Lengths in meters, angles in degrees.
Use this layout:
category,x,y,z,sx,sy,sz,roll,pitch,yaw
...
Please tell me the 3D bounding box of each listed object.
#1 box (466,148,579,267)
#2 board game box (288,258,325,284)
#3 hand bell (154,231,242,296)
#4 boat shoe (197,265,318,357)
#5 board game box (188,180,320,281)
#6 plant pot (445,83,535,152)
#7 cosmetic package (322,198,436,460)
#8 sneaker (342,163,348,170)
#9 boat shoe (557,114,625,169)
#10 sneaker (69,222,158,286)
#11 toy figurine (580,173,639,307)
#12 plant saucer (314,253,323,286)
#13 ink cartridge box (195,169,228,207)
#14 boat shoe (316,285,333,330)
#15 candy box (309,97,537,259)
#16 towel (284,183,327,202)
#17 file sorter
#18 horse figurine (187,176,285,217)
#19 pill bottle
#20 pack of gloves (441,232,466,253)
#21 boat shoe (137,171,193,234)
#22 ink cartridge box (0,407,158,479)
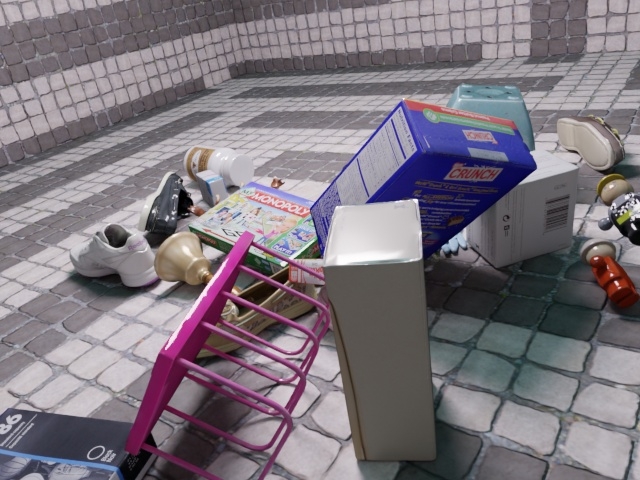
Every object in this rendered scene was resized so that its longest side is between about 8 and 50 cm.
category,x,y,z,sx,sy,sz,roll,pitch,yaw
box,0.402,-0.067,1.097,0.182,0.180,0.119,-15,30,-10
board game box,0.061,0.058,1.014,0.194,0.045,0.147,3,-2,-42
hand bell,-0.236,0.086,1.159,0.242,0.126,0.126,30,46,35
boat shoe,-0.140,0.126,1.026,0.285,0.089,0.105,-25,31,-25
board game box,-0.119,-0.032,1.233,0.317,0.046,0.213,20,48,37
plant pot,0.399,-0.244,1.338,0.247,0.252,0.248,5,29,12
cosmetic package,0.086,0.120,0.708,0.113,0.309,0.160,-5,27,11
sneaker,0.145,-0.183,1.509,0.100,0.108,0.271,-23,28,-20
boat shoe,0.740,-0.274,1.460,0.097,0.116,0.324,-11,21,7
sneaker,-0.504,0.016,1.309,0.305,0.152,0.114,6,33,33
toy figurine,0.556,-0.008,0.895,0.213,0.209,0.148,-6,37,6
plant saucer,0.000,0.000,1.232,0.278,0.041,0.277,-7,37,5
ink cartridge box,-0.327,-0.156,1.648,0.052,0.088,0.122,-24,29,-23
boat shoe,0.076,0.122,0.946,0.098,0.096,0.277,-26,29,-22
candy box,0.173,-0.090,0.978,0.268,0.317,0.122,2,59,-33
towel,-0.067,-0.081,1.451,0.282,0.049,0.187,-30,32,-33
file sorter,-0.107,0.167,0.779,0.182,0.202,0.290,26,33,-1
horse figurine,-0.235,-0.111,1.531,0.263,0.066,0.174,-27,27,-12
pill bottle,-0.328,-0.239,1.765,0.229,0.131,0.131,14,36,40
pack of gloves,0.231,-0.023,1.256,0.195,0.046,0.232,5,32,6
boat shoe,-0.425,-0.105,1.569,0.113,0.127,0.340,17,17,-9
ink cartridge box,-0.417,0.326,0.771,0.333,0.065,0.165,-2,28,18
